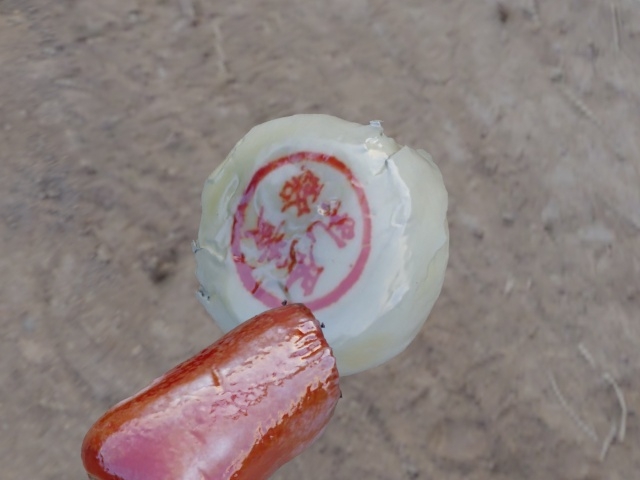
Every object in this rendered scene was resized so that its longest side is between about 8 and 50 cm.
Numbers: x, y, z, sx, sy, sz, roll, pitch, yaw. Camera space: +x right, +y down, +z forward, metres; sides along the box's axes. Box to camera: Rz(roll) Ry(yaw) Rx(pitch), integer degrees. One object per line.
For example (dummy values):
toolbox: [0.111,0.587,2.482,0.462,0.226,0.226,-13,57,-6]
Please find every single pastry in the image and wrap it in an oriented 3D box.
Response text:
pastry: [-0.001,0.002,1.452,0.265,0.133,0.264,-7,76,31]

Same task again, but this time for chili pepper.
chili pepper: [-0.072,0.109,0.742,0.192,0.084,0.086,-36,138,-19]
